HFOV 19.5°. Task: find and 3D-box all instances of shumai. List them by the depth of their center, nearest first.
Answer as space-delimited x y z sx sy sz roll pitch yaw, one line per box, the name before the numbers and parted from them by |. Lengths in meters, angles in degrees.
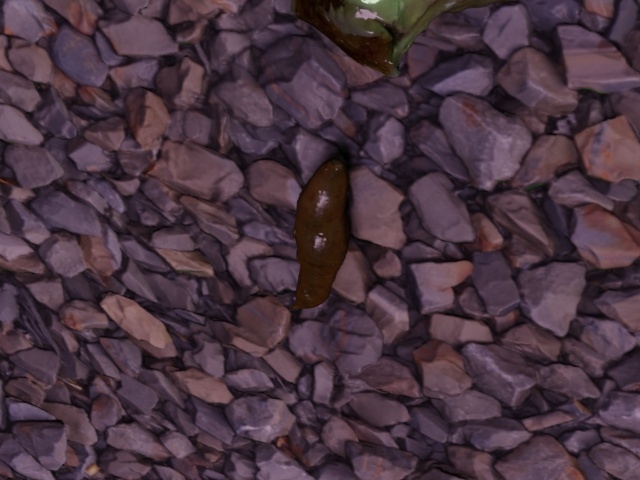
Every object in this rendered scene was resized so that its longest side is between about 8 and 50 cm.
shumai | 0.100 -0.272 1.610 0.225 0.222 0.261 28 134 1

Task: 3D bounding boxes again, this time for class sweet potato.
sweet potato | 0.000 0.000 2.044 0.067 0.067 0.274 19 139 7
